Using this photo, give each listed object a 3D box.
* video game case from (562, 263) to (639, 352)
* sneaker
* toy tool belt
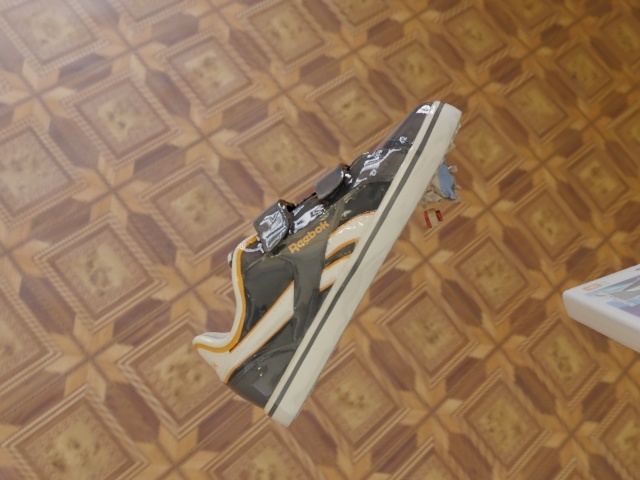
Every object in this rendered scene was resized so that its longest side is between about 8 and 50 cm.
[{"bbox_3d":[0.263,0.024,0.566,0.184,0.201,0.023,-20,98,-4],"label":"video game case"},{"bbox_3d":[0.000,0.000,0.848,0.127,0.126,0.321,31,94,5],"label":"sneaker"},{"bbox_3d":[0.123,-0.058,0.983,0.051,0.052,0.083,-17,94,10],"label":"toy tool belt"}]
